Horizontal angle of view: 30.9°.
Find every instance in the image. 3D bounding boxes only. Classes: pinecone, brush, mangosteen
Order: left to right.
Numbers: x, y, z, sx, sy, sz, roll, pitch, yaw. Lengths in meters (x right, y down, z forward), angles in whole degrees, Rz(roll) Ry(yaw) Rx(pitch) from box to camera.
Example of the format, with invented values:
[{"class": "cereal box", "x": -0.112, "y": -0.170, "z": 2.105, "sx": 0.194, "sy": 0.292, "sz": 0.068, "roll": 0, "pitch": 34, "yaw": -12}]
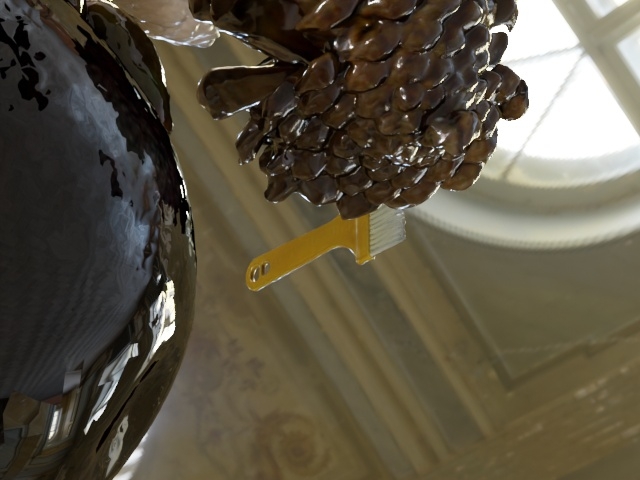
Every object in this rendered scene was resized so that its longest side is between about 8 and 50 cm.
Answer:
[{"class": "mangosteen", "x": -0.162, "y": -0.022, "z": 0.467, "sx": 0.275, "sy": 0.275, "sz": 0.302, "roll": 42, "pitch": -127, "yaw": -23}, {"class": "brush", "x": 0.000, "y": 0.000, "z": 1.264, "sx": 0.013, "sy": 0.272, "sz": 0.103, "roll": 20, "pitch": -122, "yaw": -35}, {"class": "pinecone", "x": 0.018, "y": -0.112, "z": 0.568, "sx": 0.179, "sy": 0.150, "sz": 0.195, "roll": 23, "pitch": -110, "yaw": -53}]

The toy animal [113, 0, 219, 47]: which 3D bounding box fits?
[{"class": "toy animal", "x": -0.242, "y": -0.327, "z": 1.100, "sx": 0.358, "sy": 0.188, "sz": 0.226, "roll": 36, "pitch": -171, "yaw": 22}]
